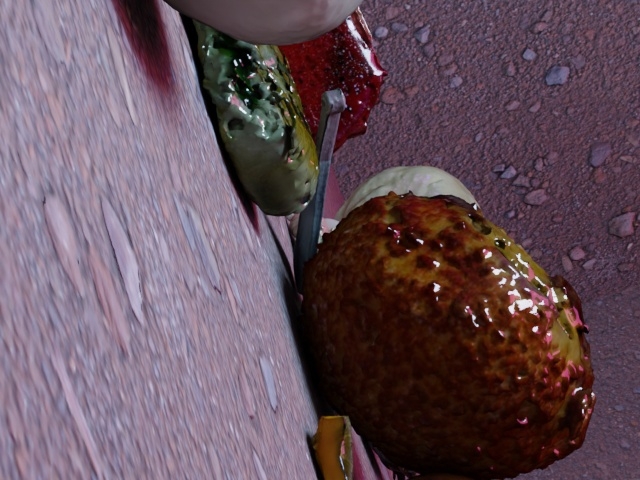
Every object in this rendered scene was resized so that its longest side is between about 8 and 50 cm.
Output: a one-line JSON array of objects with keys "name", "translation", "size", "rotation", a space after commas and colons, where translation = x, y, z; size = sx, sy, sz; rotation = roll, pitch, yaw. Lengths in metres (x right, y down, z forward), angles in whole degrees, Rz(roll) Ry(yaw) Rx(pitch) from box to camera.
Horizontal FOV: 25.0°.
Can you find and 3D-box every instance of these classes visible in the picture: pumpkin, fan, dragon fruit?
[{"name": "pumpkin", "translation": [0.011, 0.187, 1.245], "size": [0.101, 0.035, 0.073], "rotation": [72, 12, -80]}, {"name": "fan", "translation": [-0.003, -0.045, 1.482], "size": [0.282, 0.023, 0.057], "rotation": [102, -17, -49]}, {"name": "dragon fruit", "translation": [-0.032, -0.198, 1.594], "size": [0.189, 0.163, 0.262], "rotation": [-4, -81, 63]}]

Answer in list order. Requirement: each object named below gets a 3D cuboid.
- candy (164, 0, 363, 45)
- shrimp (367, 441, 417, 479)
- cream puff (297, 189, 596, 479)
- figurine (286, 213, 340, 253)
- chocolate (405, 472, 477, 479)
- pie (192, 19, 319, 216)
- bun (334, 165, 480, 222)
[{"name": "candy", "translation": [-0.070, -0.268, 1.044], "size": [0.295, 0.185, 0.295], "rotation": [57, -5, 7]}, {"name": "shrimp", "translation": [0.108, 0.226, 1.879], "size": [0.145, 0.116, 0.343], "rotation": [-55, 149, -38]}, {"name": "cream puff", "translation": [0.114, 0.112, 1.450], "size": [0.350, 0.228, 0.350], "rotation": [33, -30, 22]}, {"name": "figurine", "translation": [0.008, -0.006, 1.743], "size": [0.146, 0.081, 0.098], "rotation": [-101, 172, -63]}, {"name": "chocolate", "translation": [0.123, 0.297, 1.370], "size": [0.177, 0.176, 0.177], "rotation": [-18, 90, -87]}, {"name": "pie", "translation": [-0.082, -0.202, 1.384], "size": [0.296, 0.078, 0.371], "rotation": [-82, 154, -86]}, {"name": "bun", "translation": [0.118, 0.071, 2.057], "size": [0.361, 0.213, 0.361], "rotation": [180, -90, -81]}]
